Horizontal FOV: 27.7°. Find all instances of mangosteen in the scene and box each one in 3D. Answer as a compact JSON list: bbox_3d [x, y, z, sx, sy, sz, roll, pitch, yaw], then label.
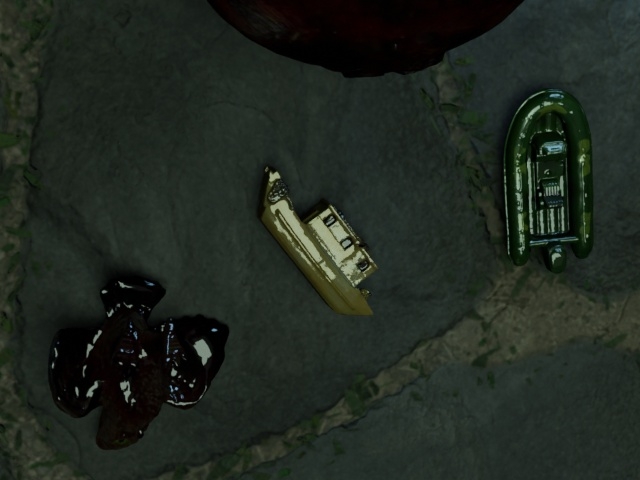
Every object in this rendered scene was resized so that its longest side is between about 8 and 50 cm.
[{"bbox_3d":[0.039,-0.353,1.196,0.381,0.421,0.381,-3,149,-2],"label":"mangosteen"}]

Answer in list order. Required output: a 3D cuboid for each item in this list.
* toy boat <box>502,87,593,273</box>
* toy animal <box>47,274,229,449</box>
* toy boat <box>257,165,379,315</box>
[{"bbox_3d":[0.255,-0.067,1.447,0.104,0.052,0.210,-5,106,-5],"label":"toy boat"},{"bbox_3d":[-0.209,0.140,1.421,0.218,0.116,0.179,-5,137,-36],"label":"toy animal"},{"bbox_3d":[0.000,0.000,1.422,0.077,0.057,0.200,-39,106,-3],"label":"toy boat"}]
